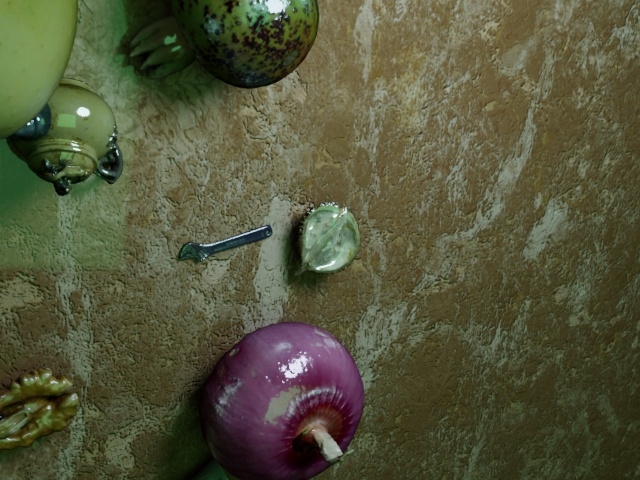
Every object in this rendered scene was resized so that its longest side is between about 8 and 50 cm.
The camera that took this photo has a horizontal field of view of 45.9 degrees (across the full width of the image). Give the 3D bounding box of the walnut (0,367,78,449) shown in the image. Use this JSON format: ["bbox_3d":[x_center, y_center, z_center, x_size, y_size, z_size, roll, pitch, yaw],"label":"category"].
[{"bbox_3d":[-0.541,0.306,1.403,0.170,0.069,0.142,-25,116,-21],"label":"walnut"}]

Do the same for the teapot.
[{"bbox_3d":[-0.423,-0.159,1.269,0.269,0.173,0.182,37,41,-60],"label":"teapot"}]

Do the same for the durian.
[{"bbox_3d":[0.000,0.000,1.618,0.148,0.091,0.188,37,87,-20],"label":"durian"}]

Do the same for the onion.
[{"bbox_3d":[-0.068,0.365,1.563,0.359,0.344,0.358,-14,144,-10],"label":"onion"}]

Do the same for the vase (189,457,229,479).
[{"bbox_3d":[-0.292,0.566,1.609,0.219,0.096,0.096,-32,117,-16],"label":"vase"}]

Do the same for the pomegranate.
[{"bbox_3d":[-0.176,-0.382,1.333,0.341,0.285,0.285,-24,120,15],"label":"pomegranate"}]

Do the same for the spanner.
[{"bbox_3d":[-0.192,0.003,1.552,0.209,0.012,0.046,-17,111,-25],"label":"spanner"}]

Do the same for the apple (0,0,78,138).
[{"bbox_3d":[-0.553,-0.352,1.001,0.474,0.474,0.473,-9,108,-28],"label":"apple"}]
